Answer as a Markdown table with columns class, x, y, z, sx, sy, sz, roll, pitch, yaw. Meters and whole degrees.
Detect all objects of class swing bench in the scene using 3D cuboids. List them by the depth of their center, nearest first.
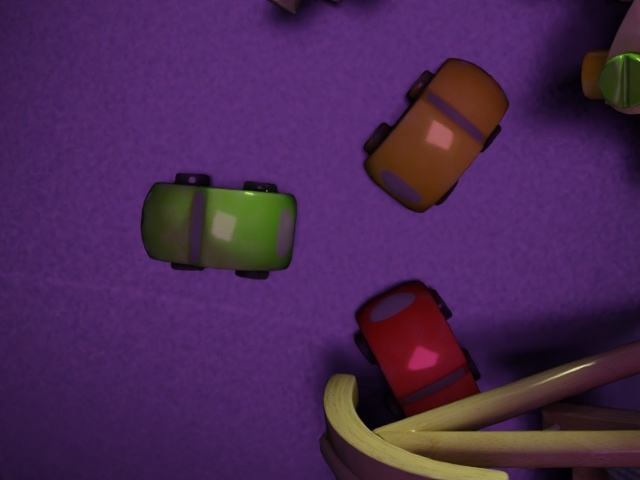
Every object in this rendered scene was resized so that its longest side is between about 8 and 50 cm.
| class | x | y | z | sx | sy | sz | roll | pitch | yaw |
| --- | --- | --- | --- | --- | --- | --- | --- | --- | --- |
| swing bench | 0.141 | 0.202 | 0.625 | 0.254 | 0.165 | 0.253 | -10 | 107 | -1 |

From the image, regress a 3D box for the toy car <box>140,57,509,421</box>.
| class | x | y | z | sx | sy | sz | roll | pitch | yaw |
| --- | --- | --- | --- | --- | --- | --- | --- | --- | --- |
| toy car | 0.000 | 0.000 | 0.689 | 0.224 | 0.053 | 0.239 | 5 | 93 | -1 |

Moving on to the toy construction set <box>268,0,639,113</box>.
| class | x | y | z | sx | sy | sz | roll | pitch | yaw |
| --- | --- | --- | --- | --- | --- | --- | --- | --- | --- |
| toy construction set | 0.134 | -0.171 | 0.639 | 0.327 | 0.151 | 0.215 | 21 | 113 | 10 |
